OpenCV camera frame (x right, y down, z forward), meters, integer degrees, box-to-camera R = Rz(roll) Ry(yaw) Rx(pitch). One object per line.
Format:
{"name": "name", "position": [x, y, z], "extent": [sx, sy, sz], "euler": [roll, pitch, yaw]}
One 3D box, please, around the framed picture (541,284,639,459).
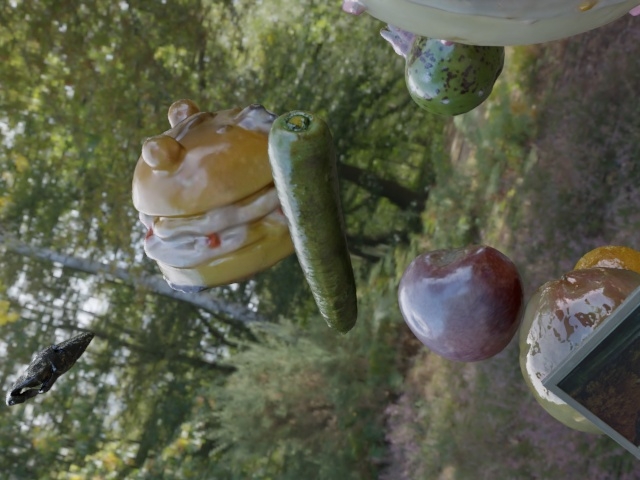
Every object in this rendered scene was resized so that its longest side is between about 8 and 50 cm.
{"name": "framed picture", "position": [0.454, 0.168, 1.131], "extent": [0.250, 0.184, 0.016], "euler": [-51, 2, 24]}

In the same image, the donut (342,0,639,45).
{"name": "donut", "position": [0.124, -0.304, 0.591], "extent": [0.142, 0.383, 0.382], "euler": [91, -166, -71]}

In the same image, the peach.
{"name": "peach", "position": [0.480, 0.181, 1.408], "extent": [0.247, 0.292, 0.292], "euler": [-97, 17, -60]}

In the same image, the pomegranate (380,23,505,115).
{"name": "pomegranate", "position": [0.227, -0.357, 1.585], "extent": [0.214, 0.248, 0.214], "euler": [-51, -19, -25]}

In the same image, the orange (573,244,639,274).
{"name": "orange", "position": [0.569, 0.094, 1.588], "extent": [0.155, 0.178, 0.177], "euler": [-55, -16, -39]}

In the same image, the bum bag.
{"name": "bum bag", "position": [-0.547, 0.250, 1.692], "extent": [0.102, 0.069, 0.248], "euler": [-48, 4, 31]}

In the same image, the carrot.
{"name": "carrot", "position": [0.000, 0.000, 0.984], "extent": [0.358, 0.074, 0.074], "euler": [78, -157, -45]}

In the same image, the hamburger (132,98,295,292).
{"name": "hamburger", "position": [-0.150, -0.085, 1.218], "extent": [0.276, 0.277, 0.236], "euler": [-68, -36, -59]}

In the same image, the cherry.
{"name": "cherry", "position": [0.267, 0.128, 1.549], "extent": [0.206, 0.239, 0.239], "euler": [-33, -42, -73]}
